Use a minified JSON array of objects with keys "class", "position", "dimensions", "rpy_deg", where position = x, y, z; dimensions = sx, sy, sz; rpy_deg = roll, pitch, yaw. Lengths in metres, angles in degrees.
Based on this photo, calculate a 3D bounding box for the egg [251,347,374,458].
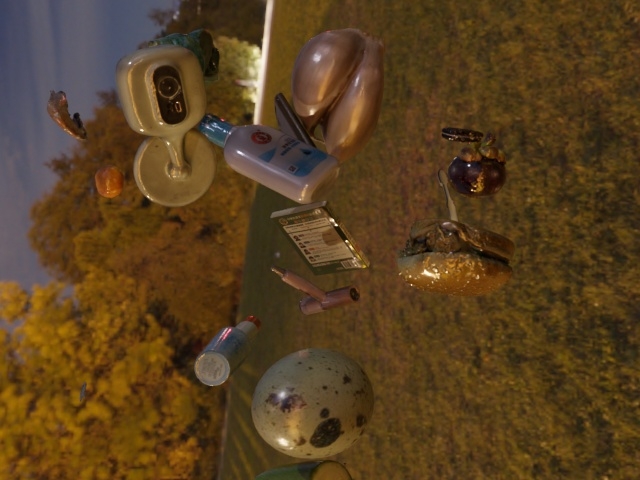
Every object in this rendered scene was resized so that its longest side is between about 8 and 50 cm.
[{"class":"egg","position":[-0.017,0.430,1.841],"dimensions":[0.379,0.287,0.288],"rpy_deg":[-5,-79,-61]}]

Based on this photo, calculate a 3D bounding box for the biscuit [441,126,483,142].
[{"class":"biscuit","position":[0.301,-0.223,1.479],"dimensions":[0.087,0.089,0.027],"rpy_deg":[-58,-22,-74]}]

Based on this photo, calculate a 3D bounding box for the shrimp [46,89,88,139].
[{"class":"shrimp","position":[-0.636,-0.316,1.759],"dimensions":[0.126,0.047,0.223],"rpy_deg":[48,-174,-36]}]

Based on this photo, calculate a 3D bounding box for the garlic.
[{"class":"garlic","position":[0.025,-0.342,1.726],"dimensions":[0.246,0.231,0.340],"rpy_deg":[-99,24,-53]}]

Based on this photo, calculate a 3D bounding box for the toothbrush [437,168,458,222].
[{"class":"toothbrush","position":[0.356,-0.064,1.872],"dimensions":[0.028,0.026,0.294],"rpy_deg":[85,175,-63]}]

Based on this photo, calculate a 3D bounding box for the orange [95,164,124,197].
[{"class":"orange","position":[-0.542,-0.153,1.797],"dimensions":[0.083,0.070,0.083],"rpy_deg":[171,90,-68]}]

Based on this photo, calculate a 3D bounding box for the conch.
[{"class":"conch","position":[-0.321,-0.409,1.611],"dimensions":[0.202,0.134,0.196],"rpy_deg":[63,-153,-79]}]

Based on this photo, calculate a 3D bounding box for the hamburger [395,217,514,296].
[{"class":"hamburger","position":[0.249,0.038,1.245],"dimensions":[0.189,0.215,0.122],"rpy_deg":[163,120,-65]}]

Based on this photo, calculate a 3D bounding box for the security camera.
[{"class":"security camera","position":[-0.262,-0.190,1.232],"dimensions":[0.080,0.157,0.301],"rpy_deg":[38,142,51]}]

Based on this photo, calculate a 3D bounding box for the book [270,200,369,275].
[{"class":"book","position":[0.000,0.000,2.059],"dimensions":[0.264,0.202,0.027],"rpy_deg":[53,-137,-32]}]

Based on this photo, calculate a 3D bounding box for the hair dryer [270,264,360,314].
[{"class":"hair dryer","position":[-0.027,0.119,1.938],"dimensions":[0.195,0.220,0.054],"rpy_deg":[-18,40,39]}]

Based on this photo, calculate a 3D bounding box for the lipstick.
[{"class":"lipstick","position":[-0.150,0.180,1.216],"dimensions":[0.061,0.068,0.274],"rpy_deg":[-53,-1,11]}]

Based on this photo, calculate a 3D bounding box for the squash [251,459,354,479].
[{"class":"squash","position":[-0.073,0.686,1.971],"dimensions":[0.288,0.203,0.111],"rpy_deg":[-27,61,39]}]

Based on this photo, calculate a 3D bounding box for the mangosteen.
[{"class":"mangosteen","position":[0.513,-0.243,2.262],"dimensions":[0.192,0.192,0.217],"rpy_deg":[-127,45,-72]}]

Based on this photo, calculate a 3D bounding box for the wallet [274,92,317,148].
[{"class":"wallet","position":[-0.061,-0.265,1.734],"dimensions":[0.198,0.031,0.110],"rpy_deg":[60,166,30]}]

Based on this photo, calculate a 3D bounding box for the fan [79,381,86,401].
[{"class":"fan","position":[-0.669,0.431,1.970],"dimensions":[0.083,0.004,0.056],"rpy_deg":[16,89,65]}]

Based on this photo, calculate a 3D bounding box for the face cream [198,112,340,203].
[{"class":"face cream","position":[-0.129,-0.199,1.591],"dimensions":[0.163,0.336,0.080],"rpy_deg":[-45,-25,-41]}]
